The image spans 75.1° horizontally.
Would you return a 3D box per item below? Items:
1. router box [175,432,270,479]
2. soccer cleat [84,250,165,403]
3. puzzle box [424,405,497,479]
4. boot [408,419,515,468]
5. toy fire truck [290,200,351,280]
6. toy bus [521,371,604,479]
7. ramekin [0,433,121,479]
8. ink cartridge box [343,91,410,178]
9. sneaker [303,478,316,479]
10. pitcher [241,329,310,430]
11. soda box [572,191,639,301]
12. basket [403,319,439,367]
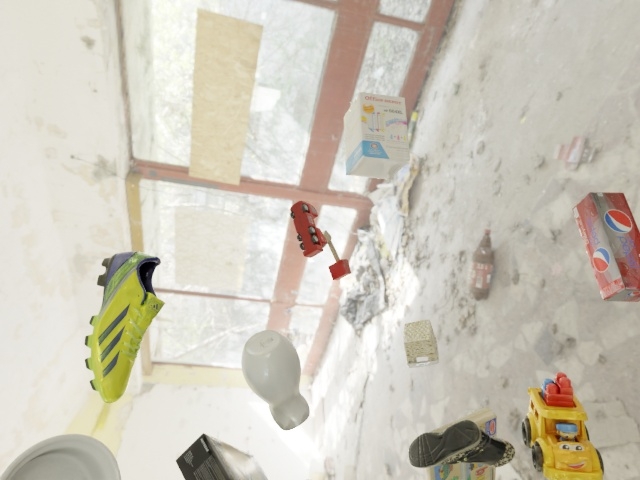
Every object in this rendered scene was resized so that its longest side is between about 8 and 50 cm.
[{"bbox_3d":[-0.139,0.564,0.849,0.308,0.081,0.243,38,164,39],"label":"router box"},{"bbox_3d":[-0.360,0.151,0.787,0.093,0.121,0.289,105,161,-61],"label":"soccer cleat"},{"bbox_3d":[0.503,0.797,1.492,0.052,0.271,0.409,-128,22,-59],"label":"puzzle box"},{"bbox_3d":[0.368,0.559,1.094,0.236,0.178,0.085,-44,28,34],"label":"boot"},{"bbox_3d":[0.000,0.000,1.037,0.047,0.135,0.192,-30,65,27],"label":"toy fire truck"},{"bbox_3d":[0.602,0.453,1.040,0.220,0.149,0.212,-37,-54,-73],"label":"toy bus"},{"bbox_3d":[-0.645,0.627,1.000,0.135,0.277,0.277,-34,41,35],"label":"ramekin"},{"bbox_3d":[0.100,-0.199,0.768,0.090,0.092,0.143,138,132,-69],"label":"ink cartridge box"},{"bbox_3d":[-0.067,0.821,1.363,0.106,0.123,0.290,-52,-5,-21],"label":"sneaker"},{"bbox_3d":[-0.112,0.297,0.943,0.177,0.125,0.207,26,138,52],"label":"pitcher"},{"bbox_3d":[0.710,0.012,1.008,0.083,0.092,0.264,96,175,-62],"label":"soda box"},{"bbox_3d":[0.363,0.373,1.522,0.167,0.113,0.103,-51,-55,-70],"label":"basket"}]
